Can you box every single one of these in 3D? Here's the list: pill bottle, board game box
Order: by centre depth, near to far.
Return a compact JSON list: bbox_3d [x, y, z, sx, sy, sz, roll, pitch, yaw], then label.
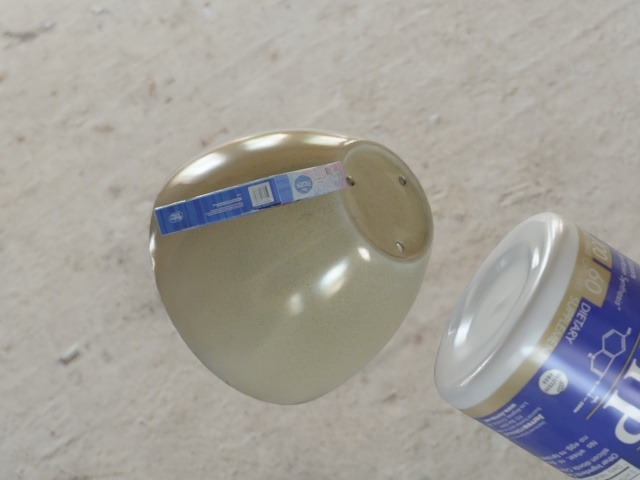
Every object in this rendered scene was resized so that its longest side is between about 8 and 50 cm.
[{"bbox_3d":[0.163,0.078,0.589,0.112,0.186,0.112,-57,9,14],"label":"pill bottle"},{"bbox_3d":[-0.043,-0.027,0.723,0.090,0.020,0.090,-13,4,29],"label":"board game box"}]

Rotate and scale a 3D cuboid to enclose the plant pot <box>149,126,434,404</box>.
[{"bbox_3d":[0.000,0.000,1.137,0.191,0.284,0.284,-30,37,41],"label":"plant pot"}]
